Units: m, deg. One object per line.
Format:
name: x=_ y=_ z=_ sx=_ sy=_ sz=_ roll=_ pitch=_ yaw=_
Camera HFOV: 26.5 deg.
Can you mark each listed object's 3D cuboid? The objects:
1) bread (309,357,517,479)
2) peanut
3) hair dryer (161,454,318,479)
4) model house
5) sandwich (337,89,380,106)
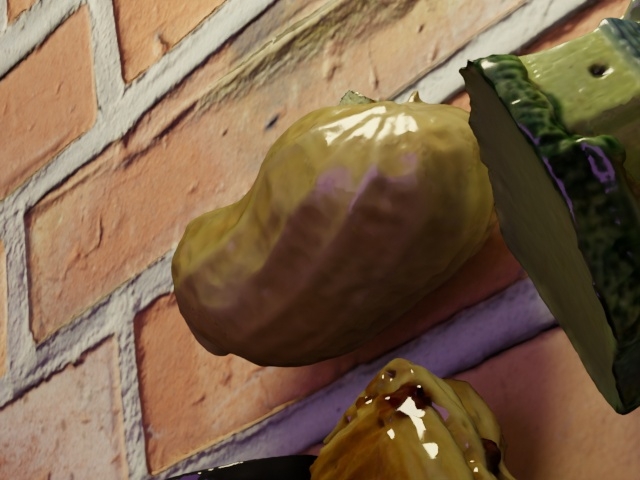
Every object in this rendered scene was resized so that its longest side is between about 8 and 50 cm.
bread: x=0.068 y=0.303 z=0.904 sx=0.314 sy=0.191 sz=0.370 roll=-58 pitch=27 yaw=26
peanut: x=0.004 y=0.004 z=1.086 sx=0.340 sy=0.174 sz=0.158 roll=-45 pitch=15 yaw=34
hair dryer: x=-0.132 y=0.338 z=1.077 sx=0.284 sy=0.156 sz=0.320 roll=-2 pitch=75 yaw=1
model house: x=0.214 y=-0.038 z=0.827 sx=0.189 sy=0.214 sz=0.195 roll=-26 pitch=47 yaw=-4
sandwich: x=0.024 y=-0.080 z=1.188 sx=0.105 sy=0.036 sz=0.093 roll=-18 pitch=66 yaw=46
